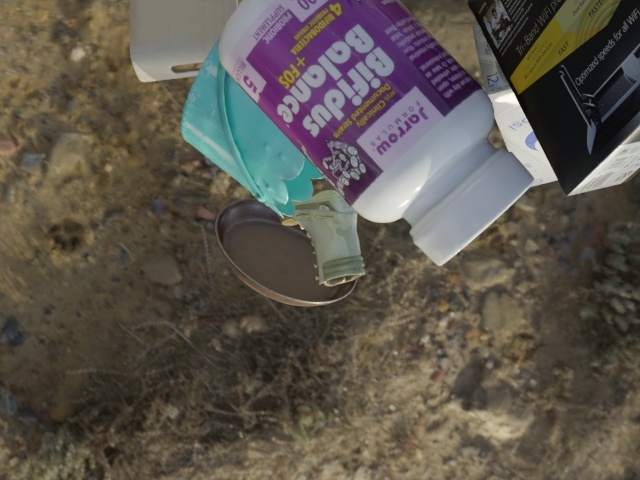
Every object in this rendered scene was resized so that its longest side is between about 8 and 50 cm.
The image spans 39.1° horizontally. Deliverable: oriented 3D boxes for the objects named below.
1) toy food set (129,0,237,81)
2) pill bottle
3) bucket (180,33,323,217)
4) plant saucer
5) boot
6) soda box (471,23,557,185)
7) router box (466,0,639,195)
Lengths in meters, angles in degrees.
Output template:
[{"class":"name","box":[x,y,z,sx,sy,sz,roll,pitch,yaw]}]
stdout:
[{"class":"toy food set","box":[-0.260,-0.476,1.800,0.092,0.220,0.305,47,39,-73]},{"class":"pill bottle","box":[0.057,-0.126,0.867,0.169,0.169,0.301,-42,86,-15]},{"class":"bucket","box":[-0.049,-0.191,1.237,0.183,0.281,0.281,32,86,5]},{"class":"plant saucer","box":[-0.074,0.031,1.830,0.311,0.310,0.050,5,128,-33]},{"class":"boot","box":[0.000,0.000,1.592,0.077,0.213,0.165,-5,85,-36]},{"class":"soda box","box":[0.264,-0.166,1.111,0.286,0.091,0.098,43,36,-62]},{"class":"router box","box":[0.268,-0.220,0.790,0.081,0.309,0.242,-13,69,-23]}]
